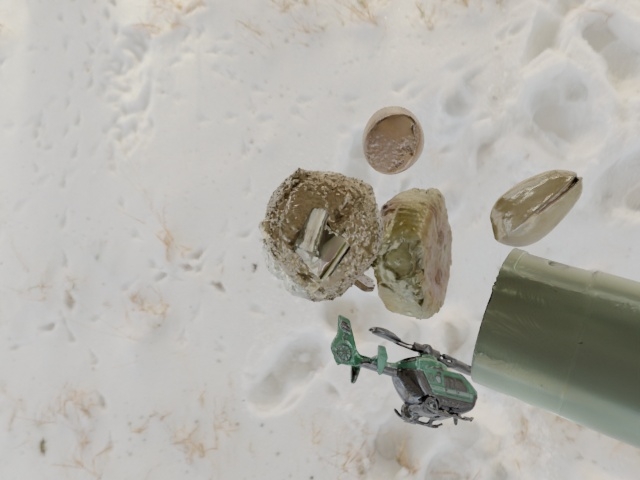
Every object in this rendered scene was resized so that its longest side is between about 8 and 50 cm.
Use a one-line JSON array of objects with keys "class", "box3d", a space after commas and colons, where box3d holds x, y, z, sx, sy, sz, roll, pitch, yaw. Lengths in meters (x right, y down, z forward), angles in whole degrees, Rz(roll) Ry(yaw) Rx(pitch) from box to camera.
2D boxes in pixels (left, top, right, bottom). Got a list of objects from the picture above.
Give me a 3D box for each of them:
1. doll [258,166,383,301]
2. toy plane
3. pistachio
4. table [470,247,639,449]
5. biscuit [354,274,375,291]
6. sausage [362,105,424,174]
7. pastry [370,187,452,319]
[{"class": "doll", "box3d": [-0.002, -0.007, 0.508, 0.115, 0.221, 0.105, -32, 80, -3]}, {"class": "toy plane", "box3d": [0.180, 0.265, 1.150, 0.106, 0.381, 0.155, -39, 38, 50]}, {"class": "pistachio", "box3d": [0.394, -0.062, 1.078, 0.185, 0.126, 0.108, -42, 82, 18]}, {"class": "table", "box3d": [0.246, 0.096, 0.466, 0.220, 0.126, 0.126, 17, 86, 27]}, {"class": "biscuit", "box3d": [0.081, 0.086, 1.335, 0.119, 0.130, 0.019, 29, 100, -20]}, {"class": "sausage", "box3d": [0.143, -0.203, 1.167, 0.123, 0.253, 0.123, 2, 105, 8]}, {"class": "pastry", "box3d": [0.220, 0.037, 1.371, 0.136, 0.329, 0.330, 3, 81, 26]}]
